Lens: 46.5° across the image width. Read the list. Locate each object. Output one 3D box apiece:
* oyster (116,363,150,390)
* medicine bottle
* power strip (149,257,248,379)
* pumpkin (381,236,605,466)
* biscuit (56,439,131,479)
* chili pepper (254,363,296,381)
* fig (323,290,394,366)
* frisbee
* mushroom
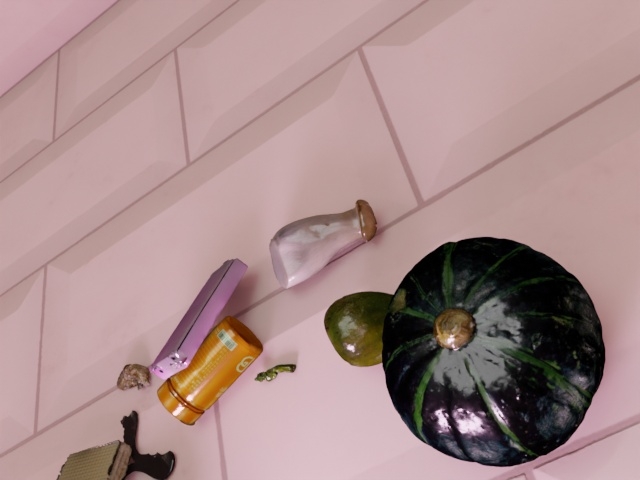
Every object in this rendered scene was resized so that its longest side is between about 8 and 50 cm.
[{"bbox_3d":[-0.390,0.284,1.525,0.083,0.038,0.080,-40,47,9],"label":"oyster"},{"bbox_3d":[-0.201,0.236,1.363,0.192,0.096,0.096,-47,44,3],"label":"medicine bottle"},{"bbox_3d":[-0.226,0.142,1.407,0.109,0.037,0.279,-33,21,45],"label":"power strip"},{"bbox_3d":[0.217,0.140,0.996,0.315,0.238,0.315,-16,56,25],"label":"pumpkin"},{"bbox_3d":[-0.437,0.490,1.355,0.150,0.052,0.252,-22,33,22],"label":"biscuit"},{"bbox_3d":[-0.080,0.233,1.322,0.083,0.022,0.027,-21,49,22],"label":"chili pepper"},{"bbox_3d":[0.091,0.132,1.190,0.156,0.123,0.123,-26,47,7],"label":"fig"},{"bbox_3d":[-0.361,0.411,1.435,0.211,0.012,0.187,-30,46,20],"label":"frisbee"},{"bbox_3d":[0.000,0.000,1.376,0.225,0.093,0.116,-30,62,8],"label":"mushroom"}]
